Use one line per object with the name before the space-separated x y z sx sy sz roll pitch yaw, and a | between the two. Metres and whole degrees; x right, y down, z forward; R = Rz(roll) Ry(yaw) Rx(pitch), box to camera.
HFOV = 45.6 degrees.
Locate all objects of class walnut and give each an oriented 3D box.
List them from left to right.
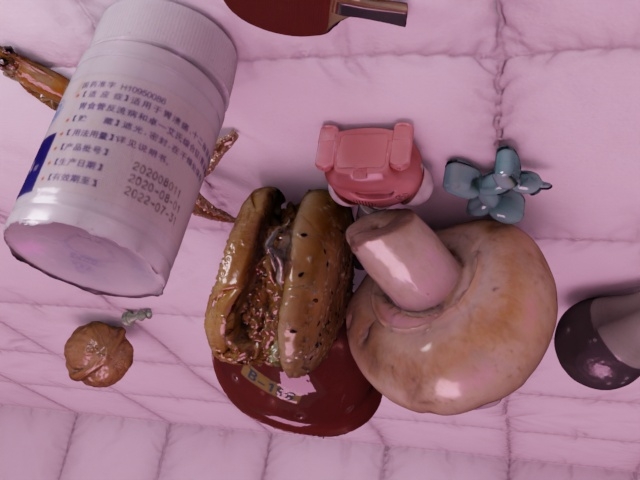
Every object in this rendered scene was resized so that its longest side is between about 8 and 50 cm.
walnut | -0.631 0.324 2.162 0.198 0.198 0.245 21 163 -23

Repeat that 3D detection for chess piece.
chess piece | -0.484 0.203 2.027 0.093 0.042 0.042 -13 147 30

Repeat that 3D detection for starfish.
starfish | -0.228 -0.103 1.190 0.295 0.048 0.231 22 129 -27

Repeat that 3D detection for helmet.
helmet | -0.019 0.195 1.543 0.384 0.337 0.230 32 139 9

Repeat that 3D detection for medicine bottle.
medicine bottle | -0.228 -0.116 0.921 0.189 0.332 0.190 12 154 6
medicine bottle | 0.086 -0.052 1.272 0.047 0.047 0.083 9 155 0

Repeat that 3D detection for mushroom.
mushroom | 0.207 0.091 1.252 0.325 0.353 0.353 -18 163 -20

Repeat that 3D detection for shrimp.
shrimp | -0.404 -0.227 1.094 0.099 0.041 0.180 6 161 44

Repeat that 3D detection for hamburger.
hamburger | -0.062 0.084 1.272 0.195 0.277 0.318 10 124 12

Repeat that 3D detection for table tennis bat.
table tennis bat | -0.008 -0.276 0.863 0.220 0.019 0.130 10 155 1

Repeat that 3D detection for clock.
clock | 0.079 -0.097 1.132 0.165 0.093 0.162 0 157 18

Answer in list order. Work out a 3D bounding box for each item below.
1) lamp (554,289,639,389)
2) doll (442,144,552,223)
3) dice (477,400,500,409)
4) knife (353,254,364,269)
lamp | 0.584 0.180 1.434 0.181 0.182 0.314 20 153 -23
doll | 0.262 -0.075 1.146 0.158 0.059 0.159 26 152 -32
dice | 0.243 0.193 1.520 0.251 0.243 0.259 3 157 13
knife | 0.000 0.000 1.455 0.072 0.019 0.245 -8 148 41
